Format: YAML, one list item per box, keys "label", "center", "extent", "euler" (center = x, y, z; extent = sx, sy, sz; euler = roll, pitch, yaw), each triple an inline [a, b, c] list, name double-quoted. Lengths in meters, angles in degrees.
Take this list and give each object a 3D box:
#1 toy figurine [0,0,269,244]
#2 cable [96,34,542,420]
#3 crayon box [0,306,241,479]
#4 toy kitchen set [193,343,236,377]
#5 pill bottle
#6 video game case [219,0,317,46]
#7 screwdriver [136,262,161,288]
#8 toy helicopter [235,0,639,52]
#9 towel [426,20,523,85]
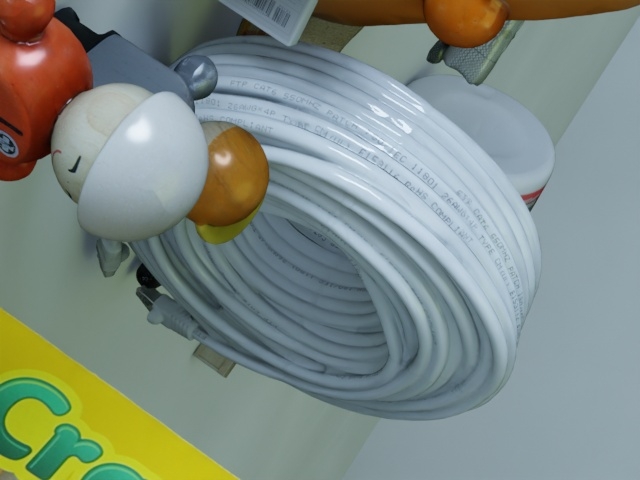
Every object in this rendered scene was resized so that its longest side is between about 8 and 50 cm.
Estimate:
- label: "toy figurine"
  center: [-0.053, -0.104, 0.619]
  extent: [0.213, 0.148, 0.209]
  euler: [-57, 168, 3]
- label: "cable"
  center: [0.000, 0.000, 0.852]
  extent: [0.089, 0.257, 0.257]
  euler: [-56, 172, -30]
- label: "crayon box"
  center: [-0.137, 0.233, 0.668]
  extent: [0.313, 0.363, 0.106]
  euler: [-51, 167, -25]
- label: "toy kitchen set"
  center: [-0.056, 0.090, 1.346]
  extent: [0.083, 0.068, 0.075]
  euler: [-55, 169, -4]
- label: "pill bottle"
  center: [0.101, -0.006, 1.484]
  extent: [0.161, 0.161, 0.283]
  euler: [-42, 162, -50]
- label: "video game case"
  center: [-0.022, -0.166, 0.722]
  extent: [0.011, 0.087, 0.122]
  euler: [-31, 153, -60]
- label: "screwdriver"
  center: [-0.089, -0.003, 1.090]
  extent: [0.025, 0.024, 0.170]
  euler: [-29, -172, 25]
- label: "toy helicopter"
  center: [0.052, -0.164, 0.797]
  extent: [0.355, 0.140, 0.235]
  euler: [-44, -138, 44]
- label: "towel"
  center: [0.168, -0.251, 0.963]
  extent: [0.324, 0.056, 0.312]
  euler: [-56, -178, 14]
